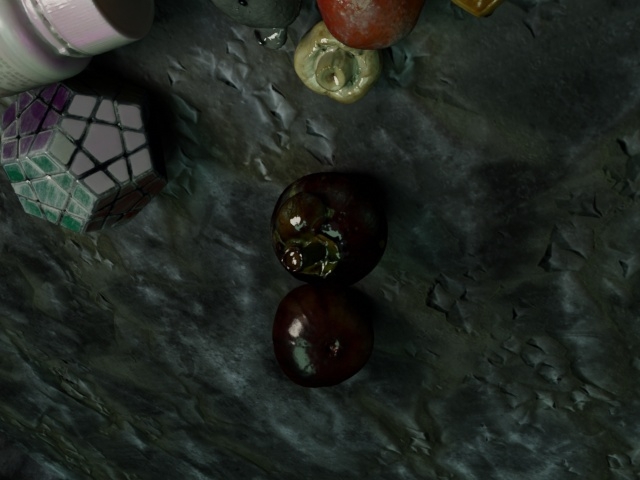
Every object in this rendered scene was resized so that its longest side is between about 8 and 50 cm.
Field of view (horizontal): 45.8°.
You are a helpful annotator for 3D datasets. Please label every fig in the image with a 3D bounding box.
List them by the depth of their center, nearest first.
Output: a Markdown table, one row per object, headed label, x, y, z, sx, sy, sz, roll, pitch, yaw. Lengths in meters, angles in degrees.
| label | x | y | z | sx | sy | sz | roll | pitch | yaw |
| --- | --- | --- | --- | --- | --- | --- | --- | --- | --- |
| fig | -0.001 | 0.209 | 1.678 | 0.214 | 0.235 | 0.235 | 36 | 155 | 46 |

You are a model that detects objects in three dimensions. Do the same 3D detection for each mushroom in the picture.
| label | x | y | z | sx | sy | sz | roll | pitch | yaw |
| --- | --- | --- | --- | --- | --- | --- | --- | --- | --- |
| mushroom | 0.029 | -0.291 | 1.229 | 0.148 | 0.112 | 0.148 | 5 | 135 | 5 |

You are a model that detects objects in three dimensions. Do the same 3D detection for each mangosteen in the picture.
| label | x | y | z | sx | sy | sz | roll | pitch | yaw |
| --- | --- | --- | --- | --- | --- | --- | --- | --- | --- |
| mangosteen | 0.000 | 0.000 | 1.411 | 0.231 | 0.289 | 0.231 | 11 | 122 | 19 |

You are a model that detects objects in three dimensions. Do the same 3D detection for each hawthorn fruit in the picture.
| label | x | y | z | sx | sy | sz | roll | pitch | yaw |
| --- | --- | --- | --- | --- | --- | --- | --- | --- | --- |
| hawthorn fruit | 0.072 | -0.370 | 1.094 | 0.173 | 0.173 | 0.173 | 12 | 137 | 12 |

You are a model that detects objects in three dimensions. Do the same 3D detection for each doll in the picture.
| label | x | y | z | sx | sy | sz | roll | pitch | yaw |
| --- | --- | --- | --- | --- | --- | --- | --- | --- | --- |
| doll | -0.097 | -0.446 | 1.072 | 0.246 | 0.158 | 0.340 | 52 | 152 | 15 |

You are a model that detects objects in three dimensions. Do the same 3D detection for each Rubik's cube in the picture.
| label | x | y | z | sx | sy | sz | roll | pitch | yaw |
| --- | --- | --- | --- | --- | --- | --- | --- | --- | --- |
| Rubik's cube | -0.442 | -0.170 | 1.435 | 0.264 | 0.319 | 0.319 | -12 | 133 | -2 |

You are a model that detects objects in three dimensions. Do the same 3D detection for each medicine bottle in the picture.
| label | x | y | z | sx | sy | sz | roll | pitch | yaw |
| --- | --- | --- | --- | --- | --- | --- | --- | --- | --- |
| medicine bottle | -0.463 | -0.386 | 1.234 | 0.325 | 0.256 | 0.256 | -10 | 129 | 21 |

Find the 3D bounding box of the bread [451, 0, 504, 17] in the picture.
| label | x | y | z | sx | sy | sz | roll | pitch | yaw |
| --- | --- | --- | --- | --- | --- | --- | --- | --- | --- |
| bread | 0.206 | -0.435 | 0.993 | 0.235 | 0.099 | 0.210 | 34 | 121 | -23 |
